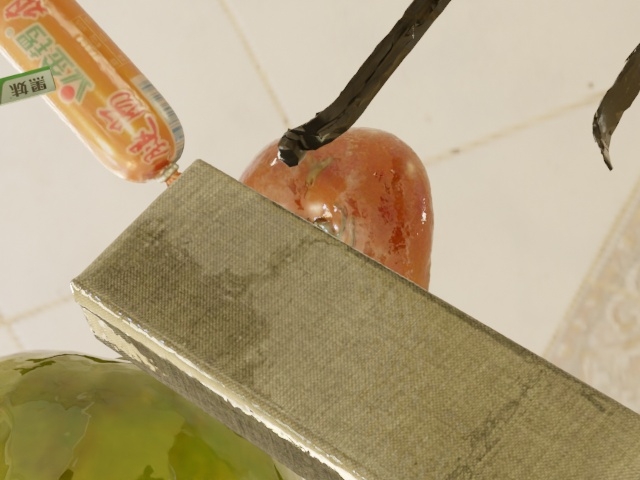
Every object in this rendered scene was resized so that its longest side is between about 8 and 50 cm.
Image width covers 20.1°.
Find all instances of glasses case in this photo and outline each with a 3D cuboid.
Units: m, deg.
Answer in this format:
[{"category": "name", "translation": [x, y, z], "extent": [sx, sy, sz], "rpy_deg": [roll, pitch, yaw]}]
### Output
[{"category": "glasses case", "translation": [0.014, 0.050, 0.602], "extent": [0.205, 0.071, 0.047], "rpy_deg": [30, 153, 28]}]

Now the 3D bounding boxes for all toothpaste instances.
[{"category": "toothpaste", "translation": [-0.201, -0.087, 1.086], "extent": [0.083, 0.020, 0.017], "rpy_deg": [-16, 94, -10]}]

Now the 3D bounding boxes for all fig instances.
[{"category": "fig", "translation": [-0.121, 0.223, 0.976], "extent": [0.258, 0.326, 0.258], "rpy_deg": [-1, 159, 0]}]

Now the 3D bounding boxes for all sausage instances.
[{"category": "sausage", "translation": [-0.180, -0.127, 1.345], "extent": [0.234, 0.071, 0.071], "rpy_deg": [47, 114, 2]}]

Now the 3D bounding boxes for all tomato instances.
[{"category": "tomato", "translation": [0.000, 0.000, 1.705], "extent": [0.236, 0.095, 0.237], "rpy_deg": [-1, 88, 29]}]

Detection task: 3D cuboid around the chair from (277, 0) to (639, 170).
[{"category": "chair", "translation": [0.050, -0.136, 0.604], "extent": [0.149, 0.213, 0.174], "rpy_deg": [-4, 137, 46]}]
